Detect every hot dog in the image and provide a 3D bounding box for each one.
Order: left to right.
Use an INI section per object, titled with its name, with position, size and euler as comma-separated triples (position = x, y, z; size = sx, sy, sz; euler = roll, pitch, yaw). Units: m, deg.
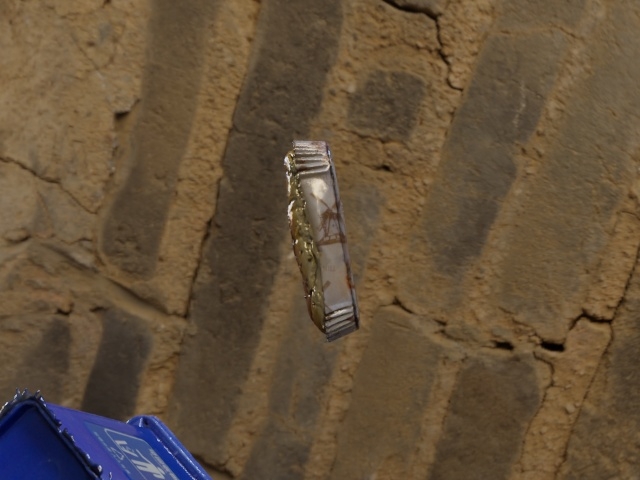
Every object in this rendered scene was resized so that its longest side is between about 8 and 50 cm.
[hot dog]
position = 0.000, 0.000, 0.951
size = 0.075, 0.144, 0.268
euler = -11, -93, -1

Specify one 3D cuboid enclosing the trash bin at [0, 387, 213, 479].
[trash bin]
position = -0.195, 0.232, 0.584
size = 0.162, 0.234, 0.184
euler = 38, -103, 25
